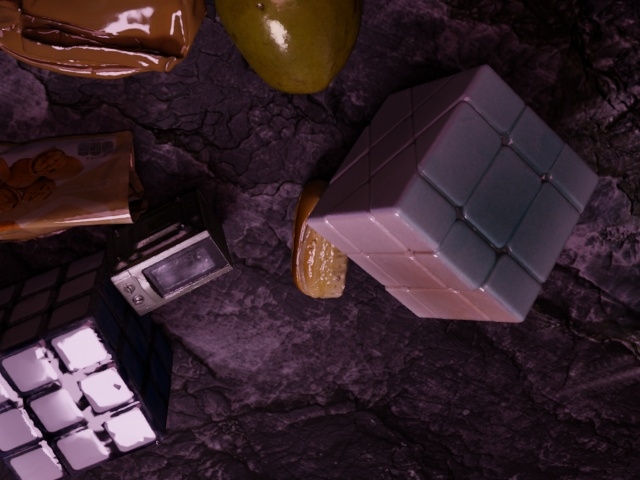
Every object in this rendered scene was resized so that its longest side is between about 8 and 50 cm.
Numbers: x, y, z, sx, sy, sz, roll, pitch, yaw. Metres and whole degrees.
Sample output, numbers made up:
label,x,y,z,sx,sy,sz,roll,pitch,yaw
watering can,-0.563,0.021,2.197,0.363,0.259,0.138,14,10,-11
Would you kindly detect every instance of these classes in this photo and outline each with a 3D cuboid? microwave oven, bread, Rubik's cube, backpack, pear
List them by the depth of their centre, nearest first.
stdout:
label,x,y,z,sx,sy,sz,roll,pitch,yaw
backpack,-0.376,-0.440,1.575,0.378,0.201,0.353,0,117,-8
pear,-0.050,-0.398,1.599,0.253,0.253,0.307,-21,119,5
Rubik's cube,0.228,-0.070,1.686,0.316,0.319,0.322,39,71,-21
microwave oven,-0.291,0.016,1.815,0.205,0.163,0.129,-27,131,4
Rubik's cube,-0.482,0.239,1.841,0.304,0.305,0.301,-23,115,4
bread,0.000,0.000,1.857,0.106,0.140,0.236,1,115,-9

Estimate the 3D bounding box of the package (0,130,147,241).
label,x,y,z,sx,sy,sz,roll,pitch,yaw
package,-0.484,-0.065,1.770,0.311,0.221,0.165,-8,137,-1
